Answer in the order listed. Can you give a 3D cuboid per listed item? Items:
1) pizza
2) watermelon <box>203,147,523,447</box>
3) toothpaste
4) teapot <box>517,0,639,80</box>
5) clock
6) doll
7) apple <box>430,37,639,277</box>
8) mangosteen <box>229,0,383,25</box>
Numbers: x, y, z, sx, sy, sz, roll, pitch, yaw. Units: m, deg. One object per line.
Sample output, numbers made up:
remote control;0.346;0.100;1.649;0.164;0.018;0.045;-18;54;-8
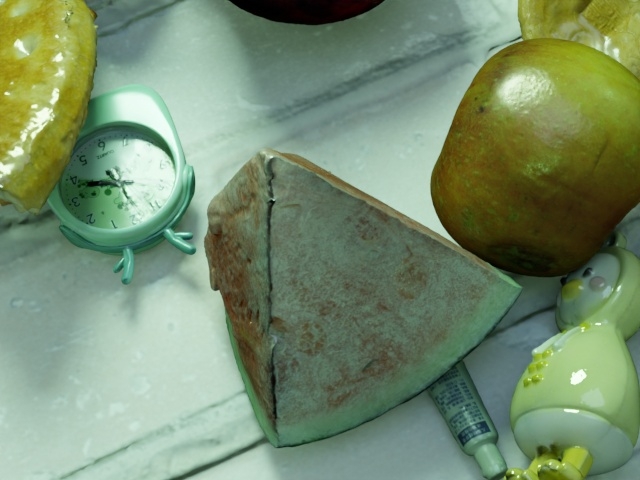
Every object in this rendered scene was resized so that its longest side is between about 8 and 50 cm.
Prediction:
pizza;-0.344;-0.148;1.718;0.278;0.114;0.409;-34;37;6
watermelon;0.029;0.002;1.606;0.250;0.292;0.283;-17;58;-27
toothpaste;0.128;0.143;1.645;0.062;0.037;0.216;-27;62;-3
teapot;0.312;-0.259;1.755;0.311;0.167;0.203;45;119;8
clock;-0.209;-0.052;1.737;0.159;0.066;0.211;-23;66;-6
doll;0.251;0.115;1.603;0.117;0.141;0.296;24;60;-20
apple;0.228;-0.080;1.640;0.207;0.237;0.237;30;70;7
mangosteen;-0.025;-0.366;1.742;0.311;0.311;0.311;-1;65;3
